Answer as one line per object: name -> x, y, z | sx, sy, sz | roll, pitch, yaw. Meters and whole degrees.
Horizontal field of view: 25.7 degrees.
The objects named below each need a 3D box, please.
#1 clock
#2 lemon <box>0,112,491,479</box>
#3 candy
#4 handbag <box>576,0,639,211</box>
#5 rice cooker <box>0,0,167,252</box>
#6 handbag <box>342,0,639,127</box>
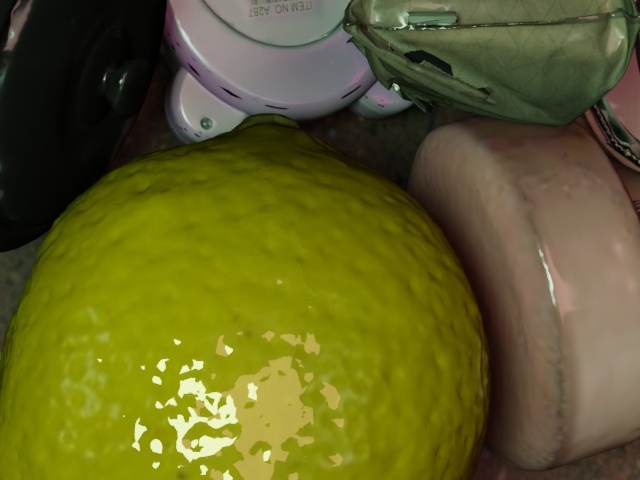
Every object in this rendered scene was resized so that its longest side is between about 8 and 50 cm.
clock -> -0.037, -0.198, 0.994 | 0.228, 0.090, 0.248 | -11, 90, -14
lemon -> -0.048, 0.101, 0.853 | 0.336, 0.336, 0.336 | 1, 85, -14
candy -> 0.139, 0.038, 0.943 | 0.094, 0.255, 0.255 | -14, 89, -15
handbag -> 0.240, -0.127, 1.042 | 0.179, 0.116, 0.205 | -8, 86, -16
rice cooker -> -0.210, -0.128, 0.849 | 0.227, 0.280, 0.241 | 21, 50, 13
handbag -> 0.097, -0.126, 0.844 | 0.183, 0.270, 0.117 | -1, 96, 6
